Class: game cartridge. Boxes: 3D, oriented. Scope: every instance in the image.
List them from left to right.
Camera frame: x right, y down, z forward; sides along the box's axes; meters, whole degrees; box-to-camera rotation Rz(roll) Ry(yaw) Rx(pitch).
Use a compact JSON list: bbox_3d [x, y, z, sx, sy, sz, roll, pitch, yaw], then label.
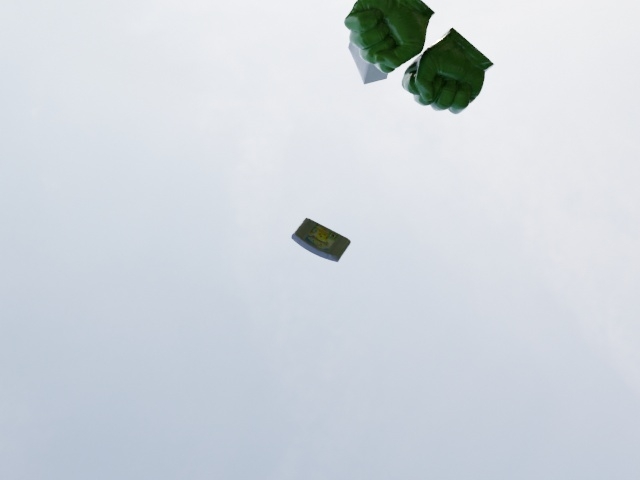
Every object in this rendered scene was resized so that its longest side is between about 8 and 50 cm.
[{"bbox_3d":[0.000,0.000,1.369,0.083,0.017,0.056,27,-134,8],"label":"game cartridge"}]

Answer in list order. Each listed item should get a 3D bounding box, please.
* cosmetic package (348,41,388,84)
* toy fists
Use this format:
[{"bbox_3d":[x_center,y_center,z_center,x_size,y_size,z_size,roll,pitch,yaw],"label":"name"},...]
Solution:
[{"bbox_3d":[0.115,-0.420,1.773,0.060,0.239,0.099,-14,-110,-13],"label":"cosmetic package"},{"bbox_3d":[0.169,-0.327,1.552,0.279,0.142,0.096,34,-162,-21],"label":"toy fists"}]
